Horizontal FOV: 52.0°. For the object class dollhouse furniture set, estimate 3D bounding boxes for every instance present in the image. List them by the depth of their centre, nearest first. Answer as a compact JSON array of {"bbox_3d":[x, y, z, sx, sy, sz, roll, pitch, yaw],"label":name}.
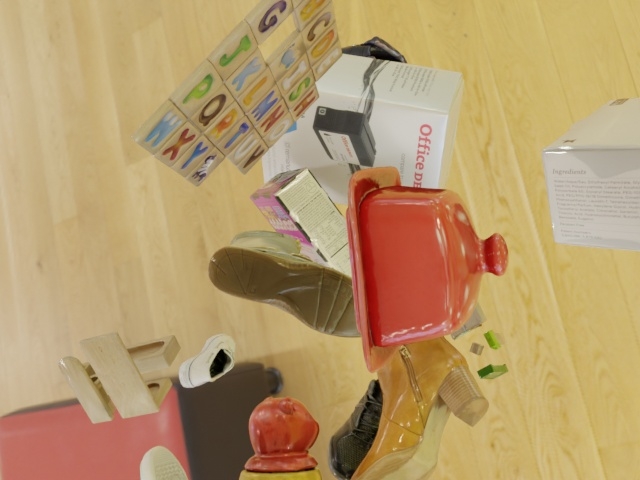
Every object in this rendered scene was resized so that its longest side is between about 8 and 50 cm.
[{"bbox_3d":[-0.283,0.153,0.913,0.144,0.151,0.123,-15,113,18],"label":"dollhouse furniture set"},{"bbox_3d":[0.298,0.184,1.236,0.076,0.058,0.152,-38,60,28],"label":"dollhouse furniture set"}]

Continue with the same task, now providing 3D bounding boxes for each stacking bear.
[{"bbox_3d":[-0.059,0.400,1.061,0.175,0.164,0.289,146,125,-65],"label":"stacking bear"}]

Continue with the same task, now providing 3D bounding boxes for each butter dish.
[{"bbox_3d":[0.095,0.015,0.544,0.118,0.160,0.160,-3,96,20],"label":"butter dish"}]

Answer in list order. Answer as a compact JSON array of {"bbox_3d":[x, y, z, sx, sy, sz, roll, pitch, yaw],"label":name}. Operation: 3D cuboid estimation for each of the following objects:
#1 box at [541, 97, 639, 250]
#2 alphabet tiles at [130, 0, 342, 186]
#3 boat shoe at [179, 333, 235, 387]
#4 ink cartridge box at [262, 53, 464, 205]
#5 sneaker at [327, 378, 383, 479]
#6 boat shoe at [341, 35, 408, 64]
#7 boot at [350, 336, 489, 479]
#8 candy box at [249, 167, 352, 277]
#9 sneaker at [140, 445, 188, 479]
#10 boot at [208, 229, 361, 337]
[{"bbox_3d":[0.371,-0.078,0.718,0.181,0.181,0.119,7,120,46],"label":"box"},{"bbox_3d":[-0.055,-0.129,0.588,0.009,0.237,0.198,43,89,10],"label":"alphabet tiles"},{"bbox_3d":[-0.223,0.265,1.430,0.075,0.226,0.083,-7,102,17],"label":"boat shoe"},{"bbox_3d":[0.062,-0.175,1.086,0.307,0.129,0.223,13,136,13],"label":"ink cartridge box"},{"bbox_3d":[0.089,0.333,1.205,0.087,0.227,0.130,31,128,13],"label":"sneaker"},{"bbox_3d":[0.147,-0.296,1.399,0.158,0.340,0.127,-7,63,42],"label":"boat shoe"},{"bbox_3d":[0.133,0.293,1.124,0.295,0.104,0.211,-43,33,5],"label":"boot"},{"bbox_3d":[0.000,0.000,1.033,0.071,0.159,0.233,-40,104,-13],"label":"candy box"},{"bbox_3d":[-0.273,0.448,1.012,0.151,0.094,0.256,-10,96,17],"label":"sneaker"},{"bbox_3d":[-0.025,0.046,0.831,0.213,0.165,0.077,19,99,-2],"label":"boot"}]
